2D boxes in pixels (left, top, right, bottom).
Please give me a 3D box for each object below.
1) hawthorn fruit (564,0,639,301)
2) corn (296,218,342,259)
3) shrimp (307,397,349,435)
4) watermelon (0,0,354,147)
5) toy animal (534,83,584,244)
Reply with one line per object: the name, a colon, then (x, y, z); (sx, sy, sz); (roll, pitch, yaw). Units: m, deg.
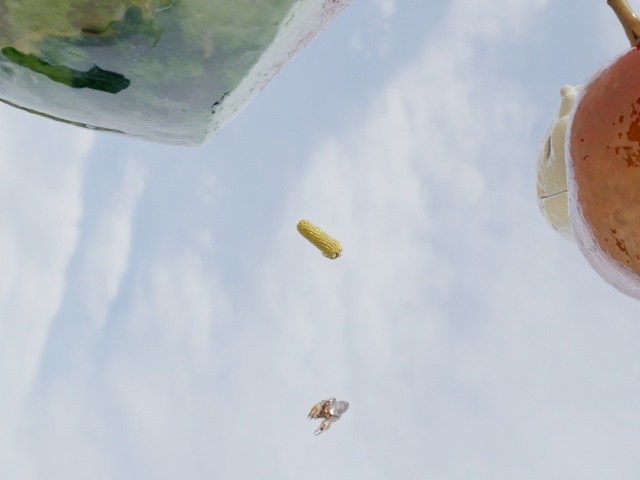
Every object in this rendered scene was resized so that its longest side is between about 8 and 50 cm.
hawthorn fruit: (0.240, -0.069, 0.940); (0.196, 0.196, 0.225); (-1, -57, 61)
corn: (0.000, 0.000, 2.050); (0.083, 0.027, 0.028); (37, -58, 22)
shrimp: (0.008, 0.244, 2.045); (0.029, 0.092, 0.038); (-41, -93, 31)
watermelon: (-0.071, -0.166, 0.651); (0.193, 0.232, 0.310); (47, -51, -1)
toy animal: (0.334, -0.074, 1.500); (0.265, 0.272, 0.206); (-5, -65, 55)
